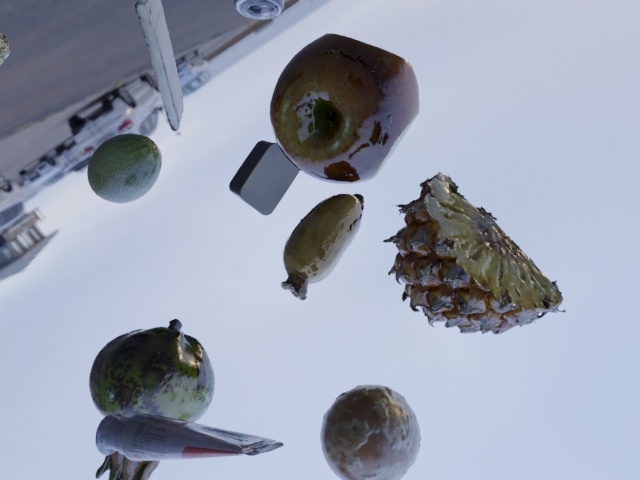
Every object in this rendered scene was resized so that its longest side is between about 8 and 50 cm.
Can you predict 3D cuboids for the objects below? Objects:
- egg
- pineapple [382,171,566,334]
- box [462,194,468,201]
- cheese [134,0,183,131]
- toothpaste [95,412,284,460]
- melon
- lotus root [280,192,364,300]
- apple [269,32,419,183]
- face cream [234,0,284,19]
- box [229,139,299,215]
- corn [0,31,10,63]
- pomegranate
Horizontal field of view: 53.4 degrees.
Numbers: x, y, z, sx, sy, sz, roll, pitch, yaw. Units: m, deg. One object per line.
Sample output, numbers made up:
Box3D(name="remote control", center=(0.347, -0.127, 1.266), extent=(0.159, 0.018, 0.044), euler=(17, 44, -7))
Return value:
Box3D(name="egg", center=(0.093, 0.370, 1.205), extent=(0.195, 0.195, 0.233), euler=(-27, 165, 22))
Box3D(name="pineapple", center=(0.218, 0.096, 1.172), extent=(0.209, 0.344, 0.286), euler=(-30, 162, -40))
Box3D(name="box", center=(0.273, -0.046, 1.335), extent=(0.079, 0.035, 0.083), euler=(-17, -122, 27))
Box3D(name="cheese", center=(-0.351, -0.401, 1.431), extent=(0.400, 0.034, 0.085), euler=(96, 4, -61))
Box3D(name="toothpaste", center=(-0.166, 0.244, 0.779), extent=(0.234, 0.057, 0.089), euler=(-4, 170, 22))
Box3D(name="melon", center=(-0.425, -0.151, 1.370), extent=(0.192, 0.139, 0.139), euler=(-33, -165, 26))
Box3D(name="lotus root", center=(-0.002, -0.002, 1.507), extent=(0.303, 0.131, 0.146), euler=(-55, 169, -20))
Box3D(name="apple", center=(0.074, -0.324, 1.541), extent=(0.384, 0.374, 0.374), euler=(-21, -160, 33))
Box3D(name="face cream", center=(-0.084, -0.474, 0.945), extent=(0.073, 0.284, 0.073), euler=(3, 172, 0))
Box3D(name="box", center=(-0.172, -0.193, 1.926), extent=(0.090, 0.144, 0.201), euler=(27, -97, 48))
Box3D(name="corn", center=(-0.615, -0.290, 1.061), extent=(0.253, 0.086, 0.086), euler=(-20, -160, 21))
Box3D(name="pomegranate", center=(-0.294, 0.284, 1.118), extent=(0.204, 0.222, 0.277), euler=(-34, -135, 32))
